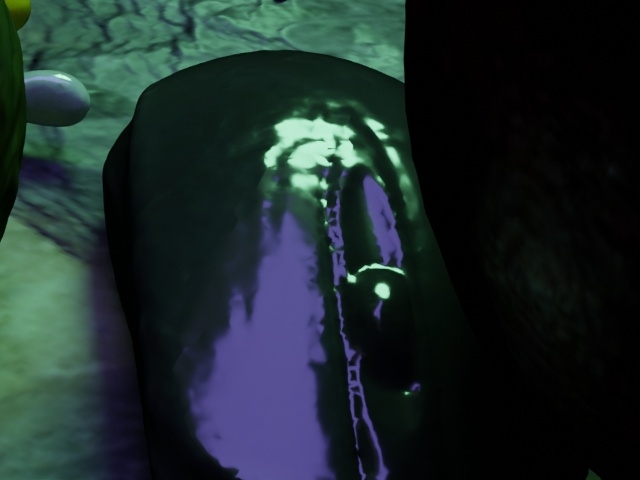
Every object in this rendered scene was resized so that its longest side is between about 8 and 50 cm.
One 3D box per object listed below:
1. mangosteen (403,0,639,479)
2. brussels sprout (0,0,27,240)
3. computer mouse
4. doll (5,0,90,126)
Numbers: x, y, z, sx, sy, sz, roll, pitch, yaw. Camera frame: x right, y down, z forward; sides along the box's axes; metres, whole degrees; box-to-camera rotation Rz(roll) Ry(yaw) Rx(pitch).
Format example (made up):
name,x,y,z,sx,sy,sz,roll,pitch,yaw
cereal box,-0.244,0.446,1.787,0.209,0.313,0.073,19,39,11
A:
name,x,y,z,sx,sy,sz,roll,pitch,yaw
mangosteen,0.212,-0.034,0.503,0.381,0.381,0.421,-4,59,-21
brussels sprout,-0.159,-0.015,0.583,0.131,0.145,0.183,29,72,-12
computer mouse,0.000,0.000,0.649,0.137,0.086,0.270,0,33,-14
doll,-0.153,-0.070,0.753,0.135,0.071,0.113,18,39,7
